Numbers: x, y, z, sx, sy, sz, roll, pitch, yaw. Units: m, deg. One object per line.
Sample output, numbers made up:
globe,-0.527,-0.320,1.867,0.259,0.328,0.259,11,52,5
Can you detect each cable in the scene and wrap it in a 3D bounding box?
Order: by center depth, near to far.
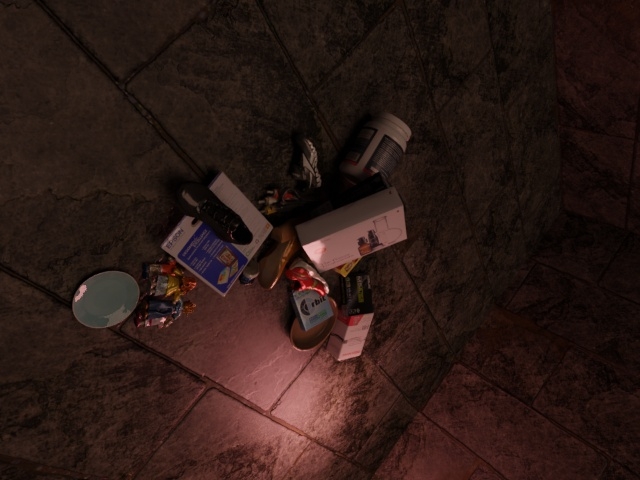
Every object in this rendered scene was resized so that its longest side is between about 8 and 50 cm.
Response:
cable,-0.097,-0.156,1.635,0.287,0.072,0.140,-14,145,-48

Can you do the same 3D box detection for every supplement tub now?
supplement tub,0.214,-0.341,1.743,0.191,0.191,0.272,34,87,-48

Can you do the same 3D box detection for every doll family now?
doll family,-0.476,0.186,1.415,0.163,0.118,0.263,0,111,-45

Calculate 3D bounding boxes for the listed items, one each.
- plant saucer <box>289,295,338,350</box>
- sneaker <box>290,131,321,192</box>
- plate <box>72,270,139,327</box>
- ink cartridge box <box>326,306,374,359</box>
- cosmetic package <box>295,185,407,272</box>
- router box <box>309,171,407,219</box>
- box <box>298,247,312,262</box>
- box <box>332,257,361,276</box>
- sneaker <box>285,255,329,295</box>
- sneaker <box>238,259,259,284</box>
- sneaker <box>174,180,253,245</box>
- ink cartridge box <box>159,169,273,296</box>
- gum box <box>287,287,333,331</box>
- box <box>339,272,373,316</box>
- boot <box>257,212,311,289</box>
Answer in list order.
plant saucer,-0.035,0.365,2.003,0.277,0.041,0.278,-23,127,-35
sneaker,-0.063,-0.268,1.599,0.106,0.078,0.235,-38,136,-26
plate,-0.635,0.172,1.325,0.188,0.024,0.188,-21,125,-34
ink cartridge box,0.142,0.443,2.172,0.171,0.100,0.238,2,109,-45
cosmetic package,0.125,-0.029,1.655,0.376,0.098,0.284,-22,151,4
router box,0.149,-0.112,1.714,0.308,0.081,0.243,-29,152,19
box,0.000,0.000,1.850,0.164,0.021,0.202,9,104,-47
box,0.144,0.046,1.969,0.232,0.087,0.058,-48,134,-12
sneaker,-0.059,0.159,1.772,0.118,0.107,0.279,-43,141,-3
sneaker,-0.258,0.129,1.593,0.058,0.152,0.085,23,102,-10
sneaker,-0.303,-0.078,1.325,0.286,0.130,0.109,40,76,-44
ink cartridge box,-0.332,-0.021,1.456,0.304,0.072,0.307,-55,133,-17
gum box,-0.040,0.264,1.887,0.156,0.041,0.185,-24,100,-33
box,0.168,0.250,2.074,0.184,0.045,0.191,2,81,-42
boot,-0.120,0.043,1.704,0.211,0.104,0.295,-22,139,-51
